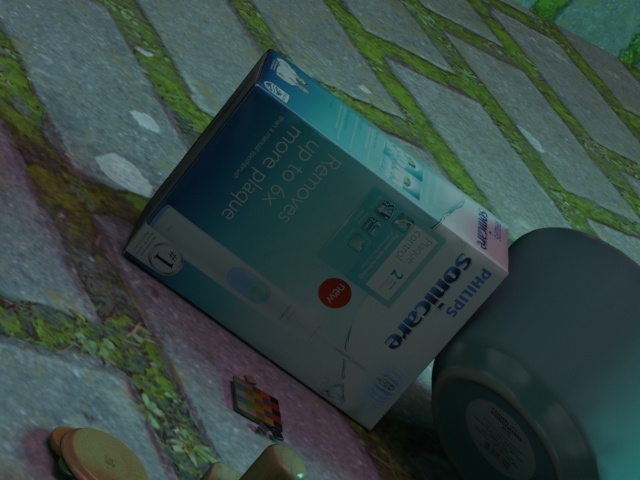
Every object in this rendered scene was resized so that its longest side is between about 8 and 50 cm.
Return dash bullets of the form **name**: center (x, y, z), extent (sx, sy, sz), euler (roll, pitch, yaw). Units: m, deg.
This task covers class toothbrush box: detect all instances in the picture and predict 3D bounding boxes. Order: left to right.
- **toothbrush box**: center (0.000, 0.000, 1.872), extent (0.295, 0.216, 0.126), euler (37, 21, -10)

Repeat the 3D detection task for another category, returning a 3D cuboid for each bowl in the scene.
- **bowl**: center (0.223, 0.161, 1.876), extent (0.163, 0.311, 0.311), euler (-33, 69, -28)

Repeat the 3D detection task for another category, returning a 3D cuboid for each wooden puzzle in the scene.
- **wooden puzzle**: center (-0.057, 0.147, 1.762), extent (0.049, 0.006, 0.083), euler (31, 22, -21)

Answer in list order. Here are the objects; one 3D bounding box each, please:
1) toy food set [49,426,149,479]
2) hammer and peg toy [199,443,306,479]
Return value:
- **toy food set**: center (-0.164, 0.173, 1.495), extent (0.083, 0.020, 0.082), euler (26, 24, -34)
- **hammer and peg toy**: center (-0.003, 0.302, 1.345), extent (0.266, 0.127, 0.361), euler (36, 20, -8)
